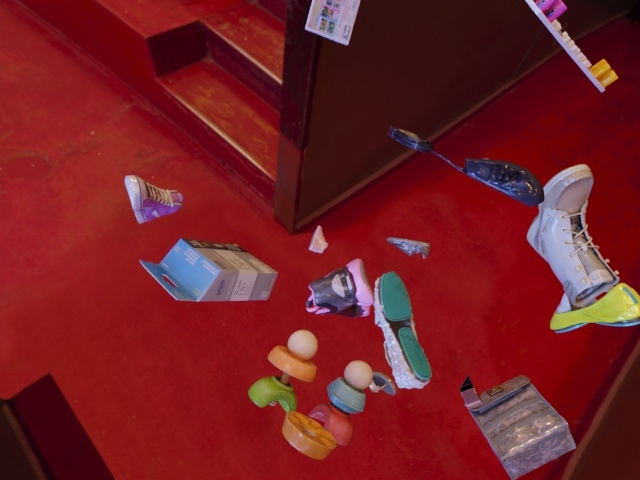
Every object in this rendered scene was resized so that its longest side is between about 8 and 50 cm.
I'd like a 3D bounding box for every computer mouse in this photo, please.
[{"bbox_3d":[0.196,-0.116,0.564,0.242,0.041,0.071,35,18,26],"label":"computer mouse"}]

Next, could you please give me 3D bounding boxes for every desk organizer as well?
[{"bbox_3d":[0.457,0.463,1.250,0.047,0.130,0.050,-26,84,12],"label":"desk organizer"}]

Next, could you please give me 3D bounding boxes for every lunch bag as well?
[{"bbox_3d":[0.651,0.597,1.368,0.236,0.168,0.287,-30,24,3],"label":"lunch bag"}]

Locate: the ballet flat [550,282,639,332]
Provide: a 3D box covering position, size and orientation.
[{"bbox_3d":[0.500,0.123,0.756,0.077,0.231,0.077,-22,76,-8],"label":"ballet flat"}]

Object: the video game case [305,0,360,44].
[{"bbox_3d":[0.040,-0.710,1.256,0.143,0.019,0.157,14,97,-15],"label":"video game case"}]

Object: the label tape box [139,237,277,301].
[{"bbox_3d":[-0.350,0.090,1.300,0.249,0.348,0.115,29,101,38],"label":"label tape box"}]

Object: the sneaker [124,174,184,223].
[{"bbox_3d":[-0.517,-0.145,1.278,0.161,0.282,0.102,-16,84,-20],"label":"sneaker"}]

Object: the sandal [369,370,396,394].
[{"bbox_3d":[0.151,0.417,1.201,0.049,0.072,0.180,-37,31,-31],"label":"sandal"}]

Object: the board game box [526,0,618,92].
[{"bbox_3d":[0.580,-0.602,1.036,0.391,0.050,0.389,17,51,-36],"label":"board game box"}]

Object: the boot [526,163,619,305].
[{"bbox_3d":[0.422,-0.003,0.663,0.077,0.213,0.164,-13,52,2],"label":"boot"}]

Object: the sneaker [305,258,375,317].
[{"bbox_3d":[0.014,0.049,0.361,0.057,0.119,0.047,-20,71,-2],"label":"sneaker"}]

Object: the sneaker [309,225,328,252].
[{"bbox_3d":[0.000,0.000,1.713,0.070,0.051,0.134,24,48,-8],"label":"sneaker"}]

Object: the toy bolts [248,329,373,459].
[{"bbox_3d":[0.015,0.291,0.779,0.229,0.218,0.158,33,84,-32],"label":"toy bolts"}]

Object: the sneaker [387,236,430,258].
[{"bbox_3d":[0.362,0.029,1.695,0.189,0.066,0.071,11,96,34],"label":"sneaker"}]

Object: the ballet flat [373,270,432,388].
[{"bbox_3d":[0.249,0.306,1.383,0.147,0.146,0.408,-6,58,-10],"label":"ballet flat"}]
